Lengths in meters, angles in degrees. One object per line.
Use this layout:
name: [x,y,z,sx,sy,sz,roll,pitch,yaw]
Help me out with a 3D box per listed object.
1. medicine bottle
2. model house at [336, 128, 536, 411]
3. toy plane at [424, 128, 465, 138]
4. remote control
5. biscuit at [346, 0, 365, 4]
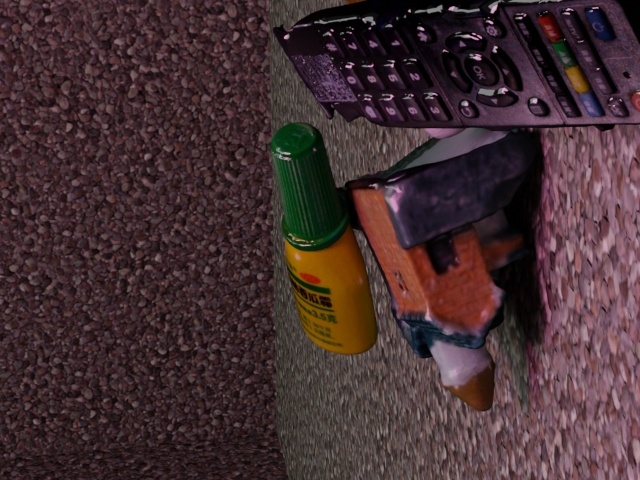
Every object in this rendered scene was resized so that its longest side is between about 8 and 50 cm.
medicine bottle: [0.000,0.000,1.653,0.111,0.076,0.309,31,148,35]
model house: [0.148,0.035,1.640,0.253,0.184,0.291,-173,65,-75]
toy plane: [0.145,-0.187,1.623,0.174,0.080,0.174,-43,31,34]
remote control: [0.126,-0.148,1.261,0.398,0.062,0.144,4,137,49]
biscuit: [0.074,-0.314,1.965,0.289,0.044,0.202,51,170,47]
